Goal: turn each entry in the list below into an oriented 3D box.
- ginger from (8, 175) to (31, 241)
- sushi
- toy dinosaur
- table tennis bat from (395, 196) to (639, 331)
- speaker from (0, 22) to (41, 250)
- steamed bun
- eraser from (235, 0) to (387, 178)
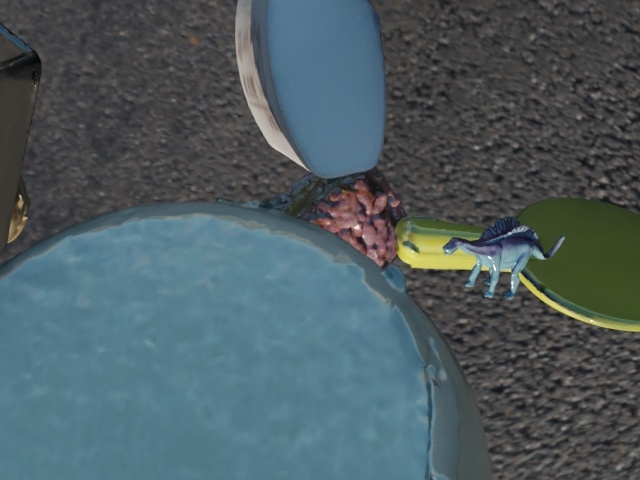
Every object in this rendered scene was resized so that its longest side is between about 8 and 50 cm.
[{"bbox_3d":[-0.486,-0.088,1.463,0.176,0.256,0.375,3,118,11],"label":"ginger"},{"bbox_3d":[0.000,0.000,1.642,0.170,0.270,0.236,56,159,-17],"label":"sushi"},{"bbox_3d":[0.192,0.016,1.184,0.045,0.197,0.080,30,113,43],"label":"toy dinosaur"},{"bbox_3d":[0.265,0.020,1.311,0.224,0.369,0.054,-96,15,-50],"label":"table tennis bat"},{"bbox_3d":[-0.369,-0.086,0.895,0.232,0.184,0.254,39,135,15],"label":"speaker"},{"bbox_3d":[-0.083,0.171,0.682,0.375,0.241,0.374,-4,53,5],"label":"steamed bun"},{"bbox_3d":[-0.015,-0.156,0.995,0.095,0.270,0.174,-11,101,-7],"label":"eraser"}]
